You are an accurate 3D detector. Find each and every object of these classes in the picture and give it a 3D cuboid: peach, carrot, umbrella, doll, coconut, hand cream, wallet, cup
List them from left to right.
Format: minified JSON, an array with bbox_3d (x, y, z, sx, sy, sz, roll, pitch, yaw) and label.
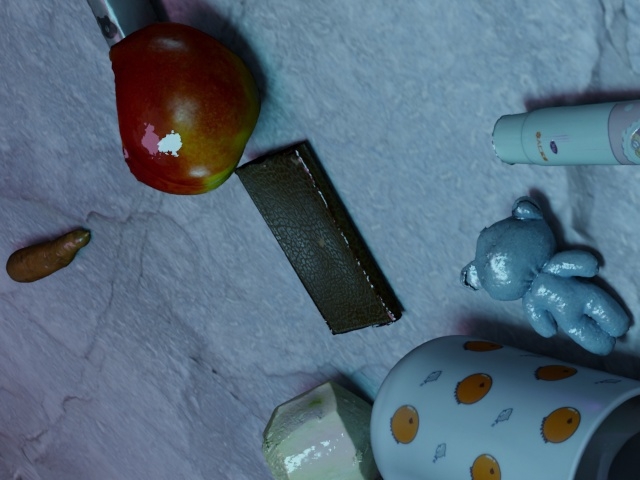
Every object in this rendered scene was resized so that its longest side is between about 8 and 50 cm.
[{"bbox_3d":[-0.410,0.023,2.656,0.248,0.059,0.059,-19,104,54],"label":"carrot"},{"bbox_3d":[-0.255,-0.316,2.112,0.067,0.073,0.337,-120,5,-71],"label":"umbrella"},{"bbox_3d":[-0.169,-0.152,2.049,0.192,0.190,0.190,29,145,4],"label":"peach"},{"bbox_3d":[0.000,0.000,2.116,0.133,0.039,0.243,-18,105,50],"label":"wallet"},{"bbox_3d":[0.010,0.260,2.253,0.147,0.152,0.147,-24,-90,-82],"label":"coconut"},{"bbox_3d":[0.212,0.221,1.887,0.317,0.212,0.212,15,132,46],"label":"cup"},{"bbox_3d":[0.240,0.041,1.826,0.179,0.075,0.120,35,109,-6],"label":"doll"},{"bbox_3d":[0.297,-0.101,1.623,0.331,0.058,0.085,0,104,47],"label":"hand cream"}]

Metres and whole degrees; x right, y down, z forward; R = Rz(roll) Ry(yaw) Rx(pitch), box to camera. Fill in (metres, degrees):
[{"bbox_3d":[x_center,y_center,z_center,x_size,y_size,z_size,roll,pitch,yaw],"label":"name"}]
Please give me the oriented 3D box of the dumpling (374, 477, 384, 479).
[{"bbox_3d":[0.087,0.378,2.307,0.176,0.092,0.150,-20,101,58],"label":"dumpling"}]
